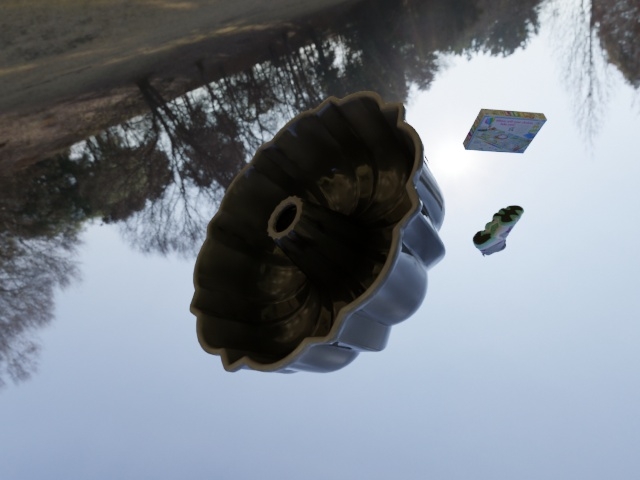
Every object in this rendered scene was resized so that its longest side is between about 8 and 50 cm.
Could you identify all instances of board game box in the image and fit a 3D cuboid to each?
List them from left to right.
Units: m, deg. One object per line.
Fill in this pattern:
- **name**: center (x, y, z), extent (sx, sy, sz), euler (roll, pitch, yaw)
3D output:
- **board game box**: center (0.426, -0.253, 0.943), extent (0.154, 0.103, 0.026), euler (2, -125, -9)

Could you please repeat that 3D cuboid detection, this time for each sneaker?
- **sneaker**: center (0.307, -0.012, 0.687), extent (0.098, 0.069, 0.038), euler (-40, -137, 9)

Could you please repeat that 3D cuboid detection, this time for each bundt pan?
- **bundt pan**: center (0.000, 0.000, 0.470), extent (0.331, 0.124, 0.331), euler (-26, -132, 33)
